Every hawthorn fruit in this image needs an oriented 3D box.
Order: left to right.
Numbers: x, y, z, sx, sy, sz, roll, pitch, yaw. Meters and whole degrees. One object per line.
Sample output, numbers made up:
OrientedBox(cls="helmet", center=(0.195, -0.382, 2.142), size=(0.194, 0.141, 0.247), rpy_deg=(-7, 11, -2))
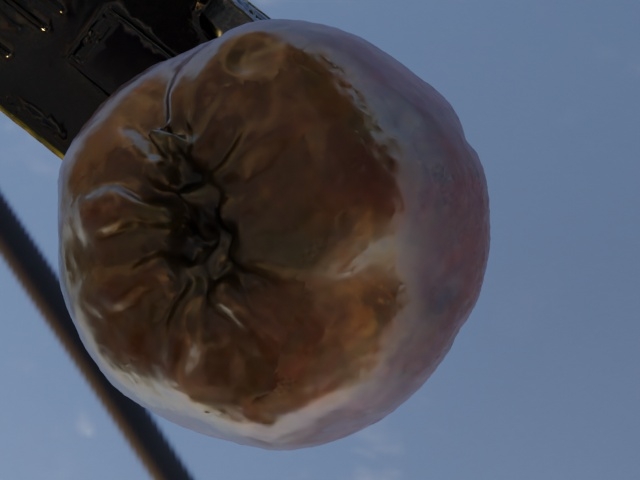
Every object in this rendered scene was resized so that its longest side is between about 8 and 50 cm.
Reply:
OrientedBox(cls="hawthorn fruit", center=(0.004, 0.000, 0.493), size=(0.149, 0.189, 0.149), rpy_deg=(-5, -96, 48))

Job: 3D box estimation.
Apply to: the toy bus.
OrientedBox(cls="toy bus", center=(-0.155, -0.144, 0.842), size=(0.331, 0.151, 0.145), rpy_deg=(39, -79, -1))
